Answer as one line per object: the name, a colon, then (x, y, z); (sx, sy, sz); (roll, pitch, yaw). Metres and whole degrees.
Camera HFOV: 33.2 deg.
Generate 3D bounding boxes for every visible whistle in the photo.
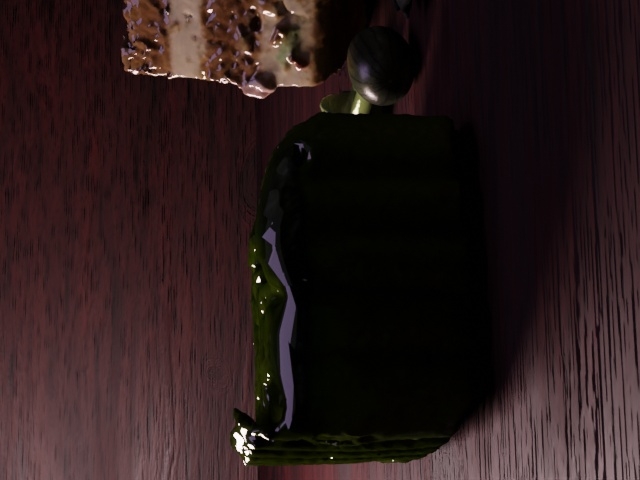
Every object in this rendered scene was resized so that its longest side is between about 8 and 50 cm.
whistle: (0.037, -0.135, 1.365); (0.227, 0.085, 0.105); (104, 167, -55)

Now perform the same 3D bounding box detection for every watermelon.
watermelon: (0.067, -0.198, 1.207); (0.110, 0.078, 0.078); (-100, 14, -49)

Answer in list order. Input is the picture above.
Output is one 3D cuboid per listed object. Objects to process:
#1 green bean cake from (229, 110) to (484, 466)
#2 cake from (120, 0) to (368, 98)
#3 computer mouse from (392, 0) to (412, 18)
green bean cake: (0.018, 0.056, 1.067); (0.335, 0.218, 0.319); (120, 150, -69)
cake: (-0.087, -0.351, 1.406); (0.282, 0.290, 0.255); (-55, -27, -57)
computer mouse: (0.080, -0.355, 1.144); (0.126, 0.071, 0.231); (-124, 35, -75)
